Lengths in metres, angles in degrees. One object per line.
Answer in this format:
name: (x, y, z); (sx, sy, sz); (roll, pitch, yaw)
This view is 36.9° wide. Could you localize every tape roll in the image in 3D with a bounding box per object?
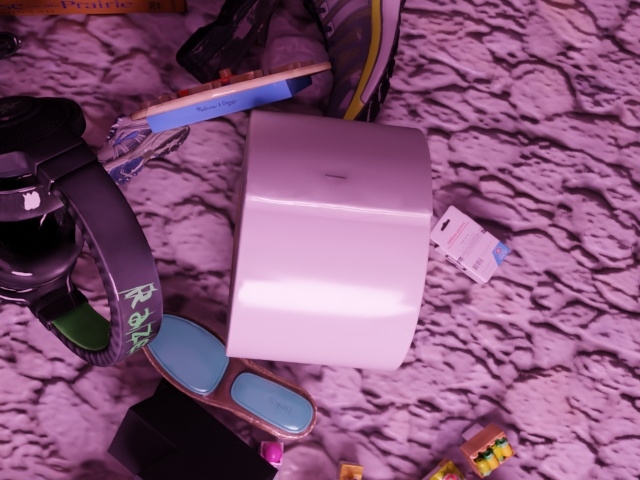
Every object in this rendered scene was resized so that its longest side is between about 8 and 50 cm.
tape roll: (0.000, 0.000, 0.945); (0.169, 0.246, 0.246); (6, 82, -5)

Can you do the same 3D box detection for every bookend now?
bookend: (-0.150, 0.224, 0.915); (0.156, 0.157, 0.072); (35, 113, 16)

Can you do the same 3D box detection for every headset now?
headset: (-0.273, -0.059, 0.943); (0.185, 0.243, 0.394); (-34, 69, -34)

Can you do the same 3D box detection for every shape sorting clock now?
shape sorting clock: (-0.090, -0.151, 0.958); (0.206, 0.206, 0.040); (-17, 102, -9)

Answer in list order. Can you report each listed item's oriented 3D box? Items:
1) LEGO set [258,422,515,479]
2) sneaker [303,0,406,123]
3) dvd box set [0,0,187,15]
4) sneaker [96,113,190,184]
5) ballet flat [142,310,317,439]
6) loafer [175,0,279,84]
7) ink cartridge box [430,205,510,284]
LEGO set: (0.075, 0.265, 0.988); (0.287, 0.107, 0.132); (-3, 83, -7)
sneaker: (0.029, -0.246, 1.061); (0.121, 0.111, 0.300); (10, 76, 5)
dvd box set: (-0.362, -0.396, 1.043); (0.420, 0.062, 0.307); (-4, 83, -8)
sneaker: (-0.211, -0.102, 1.035); (0.135, 0.052, 0.058); (-33, 78, -17)
ballet flat: (-0.099, 0.145, 1.002); (0.206, 0.067, 0.073); (34, 75, 1)
loafer: (-0.083, -0.238, 1.065); (0.170, 0.062, 0.061); (-46, 118, -5)
ink cartridge box: (0.163, 0.005, 1.072); (0.083, 0.028, 0.048); (38, 80, -1)
